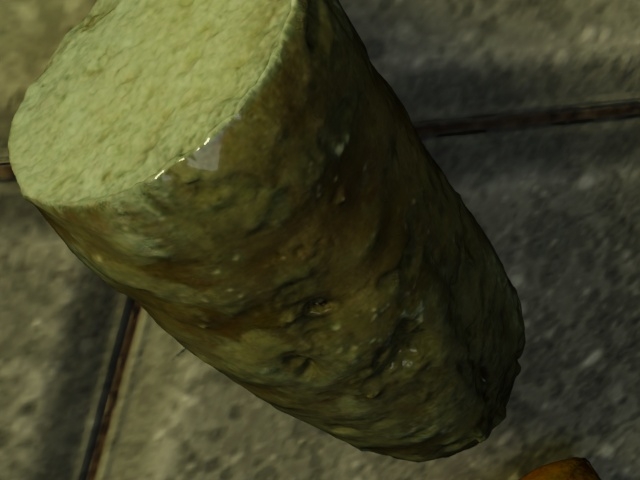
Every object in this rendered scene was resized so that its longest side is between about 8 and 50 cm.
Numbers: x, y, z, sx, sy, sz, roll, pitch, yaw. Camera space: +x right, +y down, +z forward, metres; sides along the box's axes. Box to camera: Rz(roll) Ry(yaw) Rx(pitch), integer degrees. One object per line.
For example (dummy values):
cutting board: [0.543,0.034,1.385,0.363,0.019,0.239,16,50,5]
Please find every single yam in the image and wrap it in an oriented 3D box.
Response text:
yam: [0.000,0.000,0.748,0.133,0.133,0.330,-42,145,2]

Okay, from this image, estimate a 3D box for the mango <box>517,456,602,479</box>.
mango: [0.098,0.190,1.035,0.159,0.084,0.105,-30,146,-13]
